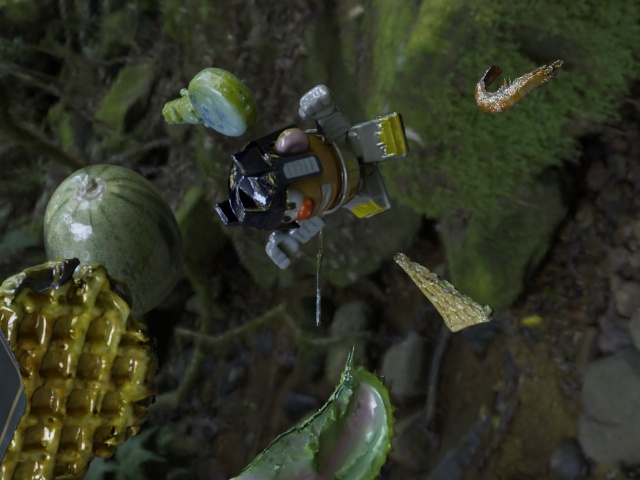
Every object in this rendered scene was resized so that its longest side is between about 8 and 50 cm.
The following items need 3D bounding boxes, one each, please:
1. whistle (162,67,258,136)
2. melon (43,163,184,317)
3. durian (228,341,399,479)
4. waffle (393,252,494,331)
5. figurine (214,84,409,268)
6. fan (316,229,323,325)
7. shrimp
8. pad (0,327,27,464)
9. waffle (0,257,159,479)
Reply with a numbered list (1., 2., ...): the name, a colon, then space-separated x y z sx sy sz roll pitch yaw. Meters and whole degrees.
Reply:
1. whistle: -0.160 -0.194 1.529 0.057 0.104 0.198 -50 26 -24
2. melon: -0.369 0.002 1.921 0.329 0.249 0.248 87 -174 -57
3. durian: 0.004 0.356 1.816 0.158 0.352 0.169 23 139 38
4. waffle: 0.182 0.067 1.591 0.023 0.152 0.097 -43 6 -34
5. figurine: -0.020 -0.092 1.574 0.143 0.308 0.308 30 104 49
6. fan: -0.001 0.000 2.092 0.229 0.011 0.335 141 130 -87
7. shrimp: 0.265 -0.218 1.447 0.127 0.025 0.091 -26 40 14
8. pad: -0.339 0.126 0.921 0.315 0.063 0.375 56 147 13
9. waffle: -0.427 0.220 1.642 0.095 0.382 0.379 30 147 50
